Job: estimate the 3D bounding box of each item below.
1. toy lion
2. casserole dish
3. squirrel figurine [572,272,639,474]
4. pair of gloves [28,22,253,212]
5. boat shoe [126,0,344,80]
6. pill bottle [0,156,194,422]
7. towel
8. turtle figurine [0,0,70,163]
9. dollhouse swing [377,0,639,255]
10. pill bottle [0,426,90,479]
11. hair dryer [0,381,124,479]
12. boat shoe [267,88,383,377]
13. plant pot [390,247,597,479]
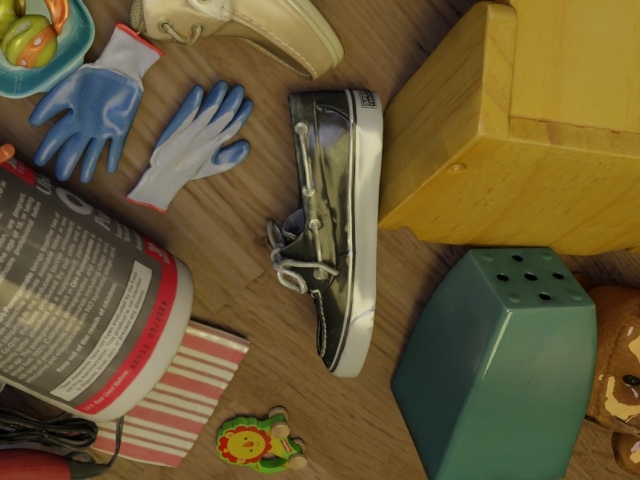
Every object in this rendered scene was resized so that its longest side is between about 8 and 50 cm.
[{"bbox_3d":[-0.075,0.250,1.003,0.096,0.034,0.100,-21,124,5],"label":"toy lion"},{"bbox_3d":[-0.271,-0.204,0.670,0.114,0.037,0.188,-36,124,6],"label":"casserole dish"},{"bbox_3d":[0.478,0.119,0.987,0.370,0.281,0.397,29,94,-18],"label":"squirrel figurine"},{"bbox_3d":[-0.156,-0.100,0.753,0.198,0.023,0.159,25,115,-40],"label":"pair of gloves"},{"bbox_3d":[-0.119,-0.204,0.658,0.302,0.109,0.098,30,86,-24],"label":"boat shoe"},{"bbox_3d":[-0.283,0.020,0.715,0.318,0.176,0.176,35,105,-31],"label":"pill bottle"},{"bbox_3d":[-0.185,0.165,0.922,0.144,0.029,0.197,23,109,-26],"label":"towel"},{"bbox_3d":[-0.260,-0.191,0.573,0.217,0.087,0.269,34,115,-6],"label":"turtle figurine"},{"bbox_3d":[0.252,-0.182,0.824,0.346,0.305,0.315,4,160,-19],"label":"dollhouse swing"},{"bbox_3d":[-0.380,0.233,0.827,0.264,0.153,0.153,29,108,-28],"label":"pill bottle"},{"bbox_3d":[-0.302,0.204,0.745,0.223,0.294,0.080,44,134,-17],"label":"hair dryer"},{"bbox_3d":[0.001,0.001,0.828,0.104,0.113,0.306,-2,118,-8],"label":"boat shoe"},{"bbox_3d":[0.201,0.130,0.918,0.165,0.166,0.234,0,125,-16],"label":"plant pot"}]
